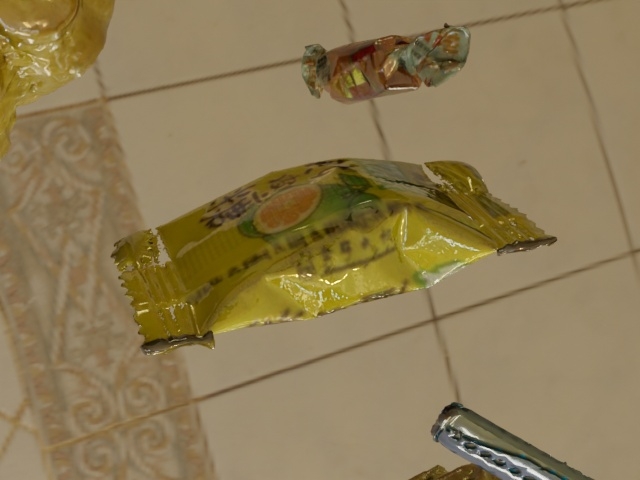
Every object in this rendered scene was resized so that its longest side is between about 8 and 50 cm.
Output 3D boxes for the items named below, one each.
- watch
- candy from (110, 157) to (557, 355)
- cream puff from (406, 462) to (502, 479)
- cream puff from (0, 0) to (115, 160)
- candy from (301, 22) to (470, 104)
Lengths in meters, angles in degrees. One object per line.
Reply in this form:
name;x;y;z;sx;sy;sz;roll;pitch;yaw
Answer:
watch;0.274;0.174;1.167;0.276;0.068;0.274;-33;81;-21
candy;0.000;0.000;1.077;0.297;0.187;0.081;-13;117;-11
cream puff;0.149;0.320;1.533;0.194;0.221;0.195;-5;96;-46
cream puff;-0.338;-0.166;1.169;0.324;0.291;0.257;6;62;16
candy;0.041;-0.135;1.149;0.046;0.182;0.053;-19;101;-41
